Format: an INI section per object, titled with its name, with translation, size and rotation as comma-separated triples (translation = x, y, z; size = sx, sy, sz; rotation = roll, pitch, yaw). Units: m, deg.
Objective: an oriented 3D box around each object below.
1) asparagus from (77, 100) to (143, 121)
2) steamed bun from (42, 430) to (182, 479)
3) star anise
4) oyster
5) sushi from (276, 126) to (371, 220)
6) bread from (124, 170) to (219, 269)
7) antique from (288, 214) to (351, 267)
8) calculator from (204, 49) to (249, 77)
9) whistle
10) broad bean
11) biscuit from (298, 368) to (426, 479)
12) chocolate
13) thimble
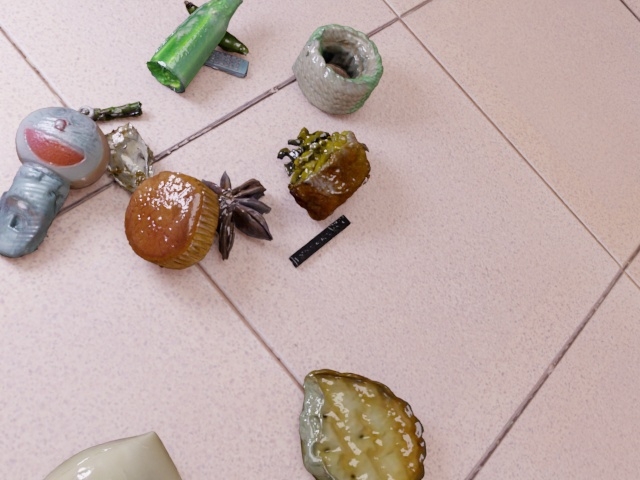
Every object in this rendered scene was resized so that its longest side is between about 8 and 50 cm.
[asparagus]
translation = -0.476, -0.282, 1.373
size = 0.165, 0.036, 0.030
rotation = -14, 66, -27
[steamed bun]
translation = -0.354, 0.440, 1.036
size = 0.250, 0.155, 0.200
rotation = -23, 78, -32
[star anise]
translation = -0.200, -0.065, 1.370
size = 0.229, 0.093, 0.236
rotation = 38, 55, 3
[oyster]
translation = -0.409, -0.169, 1.342
size = 0.105, 0.056, 0.177
rotation = -40, 81, -16
[sushi]
translation = 0.007, -0.173, 1.470
size = 0.179, 0.166, 0.296
rotation = 51, 63, -22
[bread]
translation = -0.303, -0.043, 1.253
size = 0.199, 0.104, 0.199
rotation = -3, 76, 15
[antique]
translation = 0.000, 0.000, 1.464
size = 0.192, 0.015, 0.031
rotation = -39, 86, -32
[calculator]
translation = -0.264, -0.454, 1.553
size = 0.171, 0.018, 0.057
rotation = 14, 61, -15
[whistle]
translation = -0.536, -0.129, 1.214
size = 0.189, 0.189, 0.348
rotation = 26, 71, -11
[broad bean]
translation = -0.267, -0.529, 1.564
size = 0.195, 0.061, 0.046
rotation = 39, 89, -17
[biscuit]
translation = 0.063, 0.442, 1.263
size = 0.329, 0.078, 0.335
rotation = 34, 59, -9
[chocolate]
translation = -0.286, -0.489, 1.474
size = 0.110, 0.110, 0.291
rotation = 35, 72, -5
[thimble]
translation = 0.042, -0.439, 1.598
size = 0.218, 0.150, 0.219
rotation = 9, 65, -20
